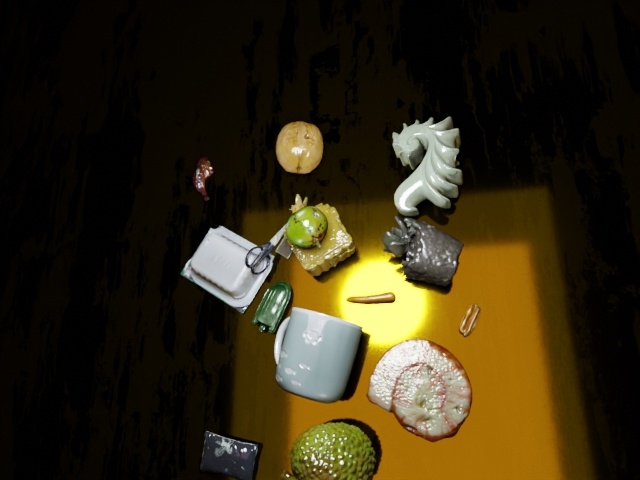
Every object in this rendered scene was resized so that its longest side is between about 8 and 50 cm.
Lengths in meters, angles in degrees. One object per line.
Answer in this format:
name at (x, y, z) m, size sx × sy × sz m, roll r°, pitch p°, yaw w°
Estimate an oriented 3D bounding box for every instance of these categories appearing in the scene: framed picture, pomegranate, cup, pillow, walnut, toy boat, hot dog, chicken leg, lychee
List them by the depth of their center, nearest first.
lychee at (0.019, 0.721, 1.457) m, size 0.319 × 0.270 × 0.270 m, roll 2°, pitch 70°, yaw -19°
hot dog at (0.525, 0.277, 1.598) m, size 0.049 × 0.037 × 0.122 m, roll 24°, pitch 74°, yaw 31°
cup at (-0.046, 0.394, 1.602) m, size 0.356 × 0.259 × 0.275 m, roll 1°, pitch 71°, yaw 46°
pillow at (-0.330, 0.774, 1.632) m, size 0.208 × 0.055 × 0.142 m, roll 6°, pitch 82°, yaw 16°
pomegranate at (-0.050, -0.064, 1.660) m, size 0.156 × 0.156 × 0.220 m, roll -16°, pitch 35°, yaw 8°
toy boat at (-0.184, 0.254, 1.763) m, size 0.104 × 0.052 × 0.210 m, roll 20°, pitch 77°, yaw 21°
framed picture at (-0.134, 0.021, 1.849) m, size 0.066 × 0.007 × 0.089 m, roll 29°, pitch 81°, yaw 20°
walnut at (-0.085, -0.385, 1.873) m, size 0.195 × 0.195 × 0.222 m, roll 1°, pitch 71°, yaw 14°
chicken leg at (-0.521, -0.273, 2.015) m, size 0.092 × 0.053 × 0.205 m, roll 6°, pitch 78°, yaw 0°

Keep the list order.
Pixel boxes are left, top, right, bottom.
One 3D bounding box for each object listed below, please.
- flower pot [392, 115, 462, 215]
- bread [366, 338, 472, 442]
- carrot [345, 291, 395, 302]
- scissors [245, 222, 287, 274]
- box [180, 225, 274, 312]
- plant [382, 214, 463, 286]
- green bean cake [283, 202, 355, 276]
flower pot at (0.407, -0.278, 1.733) m, size 0.253 × 0.164 × 0.368 m, roll -5°, pitch 71°, yaw 18°
bread at (0.342, 0.488, 1.530) m, size 0.327 × 0.114 × 0.295 m, roll 33°, pitch 81°, yaw 21°
carrot at (0.184, 0.216, 1.696) m, size 0.190 × 0.037 × 0.037 m, roll -7°, pitch 71°, yaw 13°
scissors at (-0.186, 0.007, 1.813) m, size 0.022 × 0.109 × 0.300 m, roll 8°, pitch 50°, yaw 48°
box at (-0.386, 0.094, 1.833) m, size 0.336 × 0.106 × 0.264 m, roll 27°, pitch 81°, yaw 20°
plant at (0.355, 0.042, 1.626) m, size 0.275 × 0.199 × 0.189 m, roll 24°, pitch 76°, yaw 12°
green bean cake at (0.000, 0.000, 1.759) m, size 0.223 × 0.131 × 0.230 m, roll -31°, pitch 65°, yaw 0°
